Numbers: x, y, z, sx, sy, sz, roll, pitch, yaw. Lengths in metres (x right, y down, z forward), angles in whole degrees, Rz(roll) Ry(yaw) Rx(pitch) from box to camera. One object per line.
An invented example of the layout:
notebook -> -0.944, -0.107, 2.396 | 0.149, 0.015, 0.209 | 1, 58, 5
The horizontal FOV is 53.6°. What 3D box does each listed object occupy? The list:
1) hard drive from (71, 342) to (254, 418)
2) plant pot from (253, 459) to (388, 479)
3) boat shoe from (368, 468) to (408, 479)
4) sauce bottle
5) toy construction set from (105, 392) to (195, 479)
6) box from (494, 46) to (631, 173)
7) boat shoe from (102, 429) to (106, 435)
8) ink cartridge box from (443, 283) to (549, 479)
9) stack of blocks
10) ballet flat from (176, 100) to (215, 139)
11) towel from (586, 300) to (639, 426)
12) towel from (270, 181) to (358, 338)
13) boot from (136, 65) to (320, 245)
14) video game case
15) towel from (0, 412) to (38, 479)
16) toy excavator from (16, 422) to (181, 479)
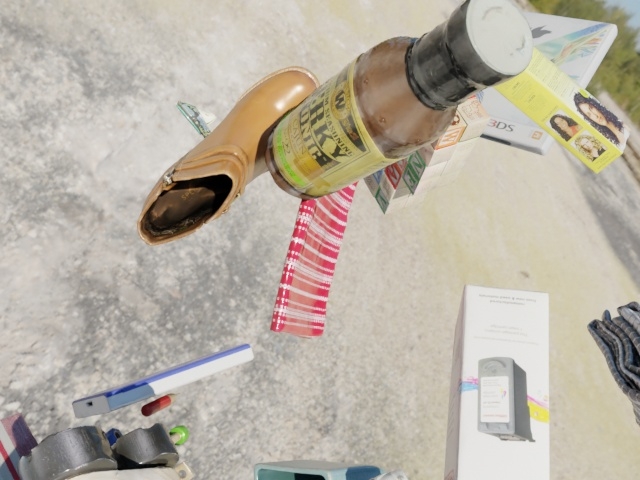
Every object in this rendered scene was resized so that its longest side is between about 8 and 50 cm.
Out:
hard drive -> -0.325, 0.290, 1.316 | 0.318, 0.210, 0.040 | -13, 82, -40
plant pot -> 0.031, 0.605, 1.395 | 0.252, 0.247, 0.248 | 6, 75, -44
boat shoe -> 0.222, 0.574, 1.153 | 0.156, 0.136, 0.367 | -19, 43, -25
sauce bottle -> 0.056, -0.129, 0.625 | 0.111, 0.344, 0.112 | 7, 75, -27
toy construction set -> -0.358, 0.460, 1.322 | 0.257, 0.309, 0.237 | 28, 5, 11
box -> 0.368, -0.212, 0.984 | 0.232, 0.058, 0.087 | 39, 47, 1
boat shoe -> -0.402, 0.402, 1.164 | 0.046, 0.038, 0.125 | 46, 22, -41
ink cartridge box -> 0.263, 0.250, 0.964 | 0.226, 0.131, 0.306 | 76, 20, -64
stack of blocks -> 0.161, -0.166, 1.091 | 0.087, 0.297, 0.171 | -18, 65, -19
ballet flat -> -0.259, -0.259, 1.484 | 0.188, 0.070, 0.070 | 55, 23, -22
towel -> 0.527, 0.239, 0.957 | 0.235, 0.121, 0.284 | 52, 13, -8
towel -> 0.000, 0.000, 0.885 | 0.031, 0.275, 0.199 | 12, -9, 16
boot -> -0.110, -0.108, 0.784 | 0.109, 0.283, 0.220 | 54, 6, -12
video game case -> 0.437, -0.365, 1.406 | 0.300, 0.329, 0.036 | 26, -12, 37
towel -> -0.532, 0.413, 0.985 | 0.237, 0.037, 0.329 | 57, 9, 9
toy excavator -> -0.394, 0.441, 0.750 | 0.222, 0.445, 0.433 | 53, 7, 26
